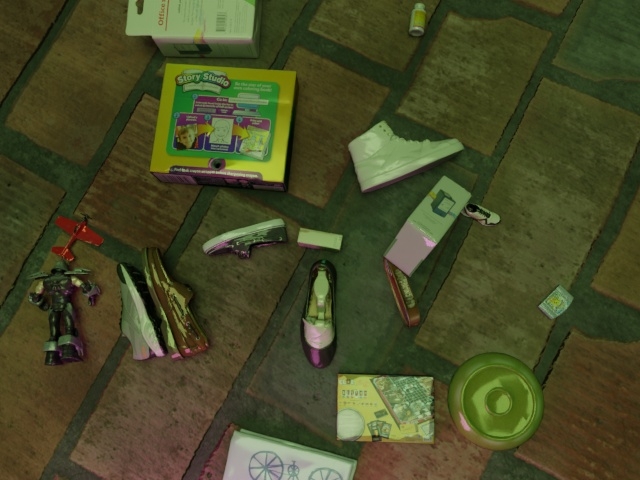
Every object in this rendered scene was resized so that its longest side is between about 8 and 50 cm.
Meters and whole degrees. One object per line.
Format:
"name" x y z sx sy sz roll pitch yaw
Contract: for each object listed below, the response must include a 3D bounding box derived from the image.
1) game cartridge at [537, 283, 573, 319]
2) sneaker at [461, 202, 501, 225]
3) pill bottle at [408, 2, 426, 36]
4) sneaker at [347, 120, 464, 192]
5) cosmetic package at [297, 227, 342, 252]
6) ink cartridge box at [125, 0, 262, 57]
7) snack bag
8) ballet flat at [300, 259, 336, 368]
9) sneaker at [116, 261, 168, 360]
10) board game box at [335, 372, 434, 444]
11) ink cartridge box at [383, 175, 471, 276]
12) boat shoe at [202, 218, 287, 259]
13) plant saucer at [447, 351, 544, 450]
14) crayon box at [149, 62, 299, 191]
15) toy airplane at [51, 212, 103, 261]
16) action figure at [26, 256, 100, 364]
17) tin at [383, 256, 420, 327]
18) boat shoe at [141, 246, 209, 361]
"game cartridge" 0.606 0.160 1.458 0.083 0.017 0.056 -44 84 -4
"sneaker" 0.423 -0.069 1.496 0.109 0.044 0.040 19 80 5
"pill bottle" 0.274 -0.622 1.600 0.043 0.043 0.083 8 81 5
"sneaker" 0.220 -0.255 1.508 0.292 0.108 0.169 -20 83 1
"cosmetic package" 0.000 0.000 1.502 0.115 0.060 0.041 11 80 4
"ink cartridge box" -0.350 -0.636 1.603 0.353 0.119 0.207 3 81 3
"snack bag" -0.099 0.674 1.403 0.323 0.037 0.343 12 81 6
"ballet flat" -0.006 0.185 1.451 0.095 0.096 0.280 0 80 3
"sneaker" -0.487 0.185 1.483 0.108 0.100 0.272 -23 80 5
"board game box" 0.162 0.420 1.427 0.243 0.042 0.165 1 80 4
"ink cartridge box" 0.265 -0.037 1.401 0.093 0.154 0.212 39 52 9
"boat shoe" -0.196 0.010 1.508 0.228 0.080 0.076 -17 78 -7
"plant saucer" 0.441 0.401 1.416 0.241 0.037 0.241 -1 80 4
"crayon box" -0.255 -0.308 1.549 0.362 0.106 0.313 5 79 4
"toy airplane" -0.682 -0.007 1.561 0.151 0.028 0.151 0 81 2
"action figure" -0.683 0.181 1.499 0.185 0.099 0.285 -9 76 9
"tin" 0.207 0.127 1.445 0.040 0.106 0.190 -18 80 -7
"boat shoe" -0.376 0.153 1.483 0.104 0.111 0.307 -19 89 -4
